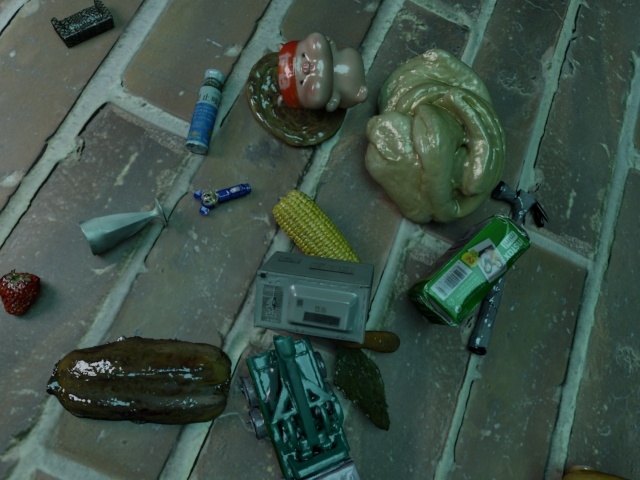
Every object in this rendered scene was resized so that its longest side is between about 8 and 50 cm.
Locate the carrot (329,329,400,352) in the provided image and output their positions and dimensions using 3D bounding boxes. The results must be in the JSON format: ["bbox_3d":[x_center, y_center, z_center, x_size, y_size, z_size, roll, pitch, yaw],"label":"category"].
[{"bbox_3d":[0.085,0.202,1.041,0.191,0.047,0.047,12,71,-30],"label":"carrot"}]

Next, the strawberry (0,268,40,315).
[{"bbox_3d":[-0.558,0.097,0.938,0.073,0.073,0.083,8,109,-11],"label":"strawberry"}]

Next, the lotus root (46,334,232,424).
[{"bbox_3d":[-0.329,0.256,0.936,0.329,0.078,0.167,3,73,-13],"label":"lotus root"}]

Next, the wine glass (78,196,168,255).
[{"bbox_3d":[-0.387,-0.028,1.006,0.155,0.073,0.073,-21,81,-20],"label":"wine glass"}]

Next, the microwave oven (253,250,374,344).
[{"bbox_3d":[-0.009,0.108,0.973,0.208,0.162,0.123,8,106,8],"label":"microwave oven"}]

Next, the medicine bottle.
[{"bbox_3d":[-0.253,-0.285,1.119,0.051,0.051,0.191,12,73,-10],"label":"medicine bottle"}]

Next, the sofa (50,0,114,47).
[{"bbox_3d":[-0.522,-0.479,1.114,0.118,0.039,0.060,-36,85,-20],"label":"sofa"}]

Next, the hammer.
[{"bbox_3d":[0.419,0.064,1.191,0.152,0.044,0.427,28,71,-5],"label":"hammer"}]

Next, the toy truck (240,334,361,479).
[{"bbox_3d":[-0.032,0.349,0.932,0.176,0.178,0.364,-17,82,-17],"label":"toy truck"}]

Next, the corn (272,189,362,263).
[{"bbox_3d":[0.000,0.000,1.078,0.093,0.093,0.244,-41,87,-20],"label":"corn"}]

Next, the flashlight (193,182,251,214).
[{"bbox_3d":[-0.207,-0.097,1.085,0.121,0.035,0.057,-19,79,-17],"label":"flashlight"}]

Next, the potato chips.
[{"bbox_3d":[0.080,0.285,1.025,0.142,0.026,0.209,6,59,-44],"label":"potato chips"}]

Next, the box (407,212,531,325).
[{"bbox_3d":[0.309,0.064,1.072,0.250,0.180,0.103,-43,86,-7],"label":"box"}]

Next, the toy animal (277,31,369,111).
[{"bbox_3d":[-0.002,-0.365,1.114,0.197,0.171,0.171,-5,76,-21],"label":"toy animal"}]

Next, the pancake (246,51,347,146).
[{"bbox_3d":[-0.049,-0.340,1.194,0.250,0.031,0.250,4,73,-13],"label":"pancake"}]

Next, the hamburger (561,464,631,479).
[{"bbox_3d":[0.607,0.570,0.989,0.302,0.261,0.186,42,64,-19],"label":"hamburger"}]

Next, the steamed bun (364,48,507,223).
[{"bbox_3d":[0.268,-0.237,1.143,0.324,0.230,0.372,24,73,-3],"label":"steamed bun"}]
